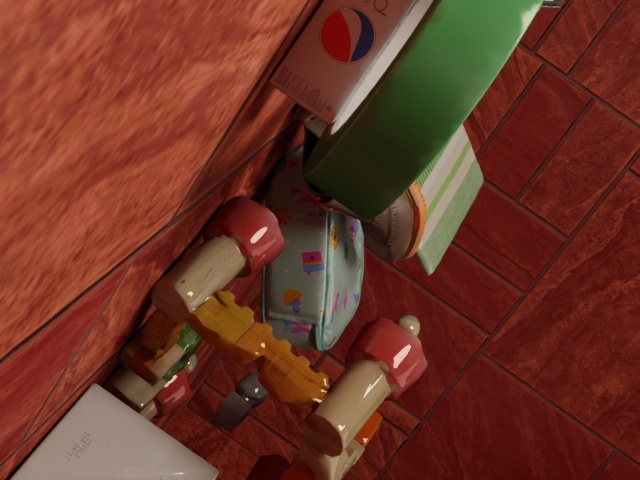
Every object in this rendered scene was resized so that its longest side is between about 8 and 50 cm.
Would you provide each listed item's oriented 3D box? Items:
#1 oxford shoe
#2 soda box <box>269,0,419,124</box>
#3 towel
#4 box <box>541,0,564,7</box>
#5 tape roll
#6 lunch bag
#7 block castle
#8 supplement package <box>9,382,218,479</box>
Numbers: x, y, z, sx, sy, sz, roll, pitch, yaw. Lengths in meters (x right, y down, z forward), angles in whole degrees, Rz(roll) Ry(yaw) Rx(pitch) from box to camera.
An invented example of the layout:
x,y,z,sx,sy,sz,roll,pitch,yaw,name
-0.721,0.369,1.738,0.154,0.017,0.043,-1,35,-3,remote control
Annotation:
x,y,z,sx,sy,sz,roll,pitch,yaw,name
0.041,-0.080,1.492,0.133,0.130,0.364,-35,141,-13,oxford shoe
0.044,-0.211,1.056,0.216,0.069,0.074,-54,180,11,soda box
0.144,-0.150,1.783,0.038,0.325,0.248,-4,-143,36,towel
0.272,-0.409,1.488,0.147,0.077,0.180,-116,-146,-45,box
0.102,-0.171,1.106,0.321,0.077,0.321,-55,-173,11,tape roll
0.000,0.000,1.677,0.224,0.108,0.279,-40,137,-65,lunch bag
-0.084,0.180,1.434,0.213,0.303,0.453,-45,172,-40,block castle
-0.273,0.340,1.314,0.293,0.175,0.177,-55,179,38,supplement package
